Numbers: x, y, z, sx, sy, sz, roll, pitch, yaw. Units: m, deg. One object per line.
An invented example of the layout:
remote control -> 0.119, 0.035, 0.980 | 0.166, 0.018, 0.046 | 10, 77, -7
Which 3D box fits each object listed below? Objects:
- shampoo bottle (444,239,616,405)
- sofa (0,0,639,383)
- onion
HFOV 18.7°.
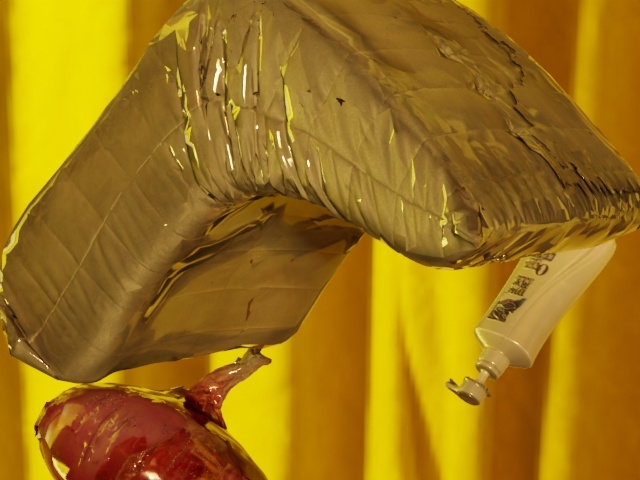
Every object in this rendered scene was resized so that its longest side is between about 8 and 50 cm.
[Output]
shampoo bottle -> 0.128, 0.046, 1.202 | 0.049, 0.034, 0.141 | 27, -115, 21
sofa -> 0.000, 0.000, 0.905 | 0.176, 0.225, 0.210 | 49, -157, 18
onion -> -0.073, 0.110, 1.082 | 0.150, 0.140, 0.150 | 35, 171, 6
